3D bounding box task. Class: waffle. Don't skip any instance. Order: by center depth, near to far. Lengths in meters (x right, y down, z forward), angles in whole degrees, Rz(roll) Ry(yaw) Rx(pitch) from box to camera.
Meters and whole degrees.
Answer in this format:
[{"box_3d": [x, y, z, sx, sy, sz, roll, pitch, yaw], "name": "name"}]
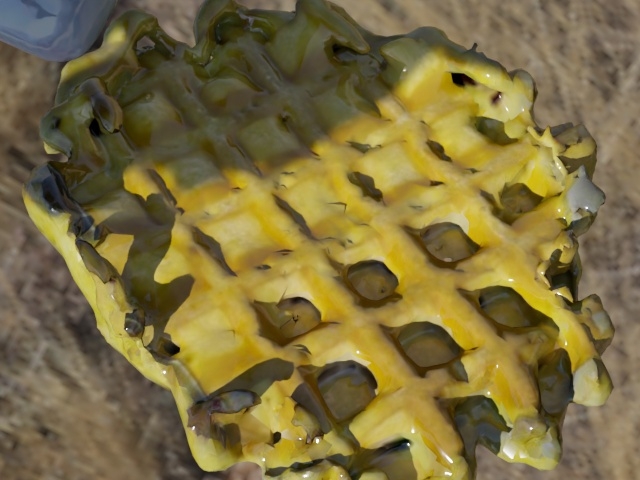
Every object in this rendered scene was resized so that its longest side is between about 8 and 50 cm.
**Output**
[{"box_3d": [0.000, -0.002, 0.827, 0.060, 0.280, 0.262, 102, -179, -56], "name": "waffle"}]

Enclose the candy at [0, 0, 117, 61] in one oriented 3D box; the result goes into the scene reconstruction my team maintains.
[{"box_3d": [-0.139, -0.158, 0.680, 0.138, 0.174, 0.071, -67, 9, -17], "name": "candy"}]
